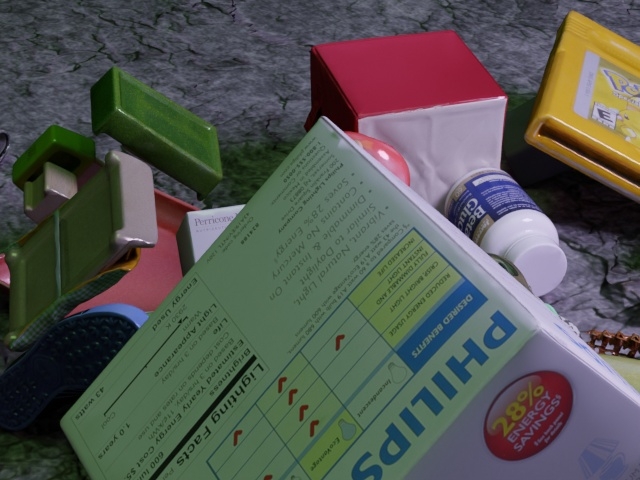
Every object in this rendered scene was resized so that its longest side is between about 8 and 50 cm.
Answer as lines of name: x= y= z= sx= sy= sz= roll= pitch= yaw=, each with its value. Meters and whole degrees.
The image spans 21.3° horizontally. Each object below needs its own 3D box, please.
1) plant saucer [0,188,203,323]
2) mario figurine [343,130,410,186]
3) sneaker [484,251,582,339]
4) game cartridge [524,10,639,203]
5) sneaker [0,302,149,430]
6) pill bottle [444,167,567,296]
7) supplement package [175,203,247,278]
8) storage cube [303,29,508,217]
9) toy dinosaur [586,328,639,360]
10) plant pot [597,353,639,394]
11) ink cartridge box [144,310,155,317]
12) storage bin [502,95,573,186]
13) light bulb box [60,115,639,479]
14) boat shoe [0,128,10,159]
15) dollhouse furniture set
plant saucer: x=-0.203 y=0.042 z=1.902 sx=0.258 sy=0.048 sz=0.259 roll=24 pitch=38 yaw=36
mario figurine: x=0.000 y=0.000 z=1.790 sx=0.170 sy=0.198 sz=0.320 roll=26 pitch=28 yaw=-16
sneaker: x=0.184 y=0.080 z=1.668 sx=0.182 sy=0.158 sz=0.410 roll=12 pitch=11 yaw=-9
game cartridge: x=0.402 y=-0.144 z=2.085 sx=0.285 sy=0.053 sz=0.324 roll=28 pitch=35 yaw=-2
sneaker: x=-0.234 y=0.110 z=1.662 sx=0.232 sy=0.081 sz=0.090 roll=-28 pitch=8 yaw=37
pill bottle: x=0.212 y=-0.006 z=1.924 sx=0.094 sy=0.094 sz=0.169 roll=-10 pitch=31 yaw=-15
supplement package: x=-0.078 y=0.060 z=1.715 sx=0.105 sy=0.179 sz=0.105 roll=-9 pitch=-10 yaw=-11
storage cube: x=0.101 y=-0.123 z=2.040 sx=0.215 sy=0.184 sz=0.193 roll=-8 pitch=33 yaw=-14
toy dinosaur: x=0.412 y=0.158 z=1.636 sx=0.322 sy=0.164 sz=0.218 roll=-4 pitch=10 yaw=32
plant pot: x=0.302 y=0.213 z=1.424 sx=0.276 sy=0.276 sz=0.254 roll=-23 pitch=25 yaw=-32
ink cartridge box: x=-0.134 y=0.165 z=1.629 sx=0.062 sy=0.109 sz=0.209 roll=-8 pitch=31 yaw=-10
storage bin: x=0.279 y=-0.124 z=2.140 sx=0.091 sy=0.098 sz=0.135 roll=-25 pitch=28 yaw=14
light bulb box: x=0.029 y=0.156 z=1.360 sx=0.358 sy=0.225 sz=0.361 roll=-49 pitch=38 yaw=5
boat shoe: x=-0.455 y=-0.093 z=2.109 sx=0.070 sy=0.078 sz=0.219 roll=7 pitch=30 yaw=15
dollhouse furniture set: x=-0.218 y=-0.007 z=1.812 sx=0.151 sy=0.197 sz=0.301 roll=33 pitch=28 yaw=-31
